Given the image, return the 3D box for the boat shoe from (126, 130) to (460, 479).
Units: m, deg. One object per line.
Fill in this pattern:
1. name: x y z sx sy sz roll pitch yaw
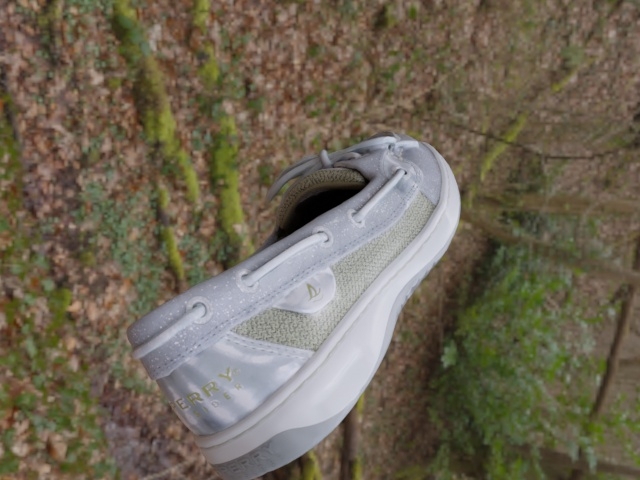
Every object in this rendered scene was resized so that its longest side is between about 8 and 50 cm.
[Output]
1. boat shoe: -0.002 0.002 0.532 0.103 0.118 0.320 52 37 -13
